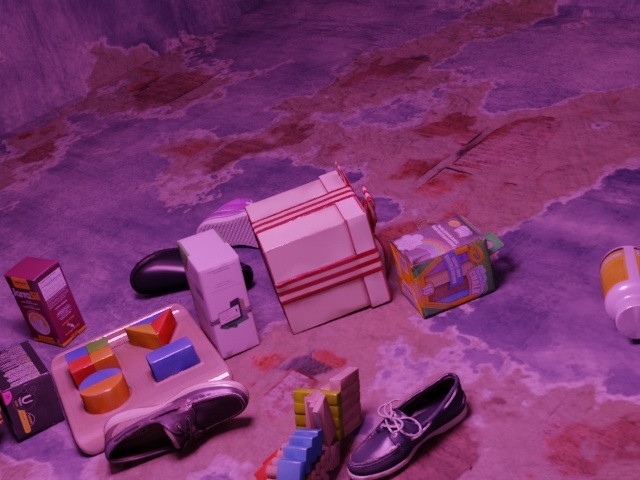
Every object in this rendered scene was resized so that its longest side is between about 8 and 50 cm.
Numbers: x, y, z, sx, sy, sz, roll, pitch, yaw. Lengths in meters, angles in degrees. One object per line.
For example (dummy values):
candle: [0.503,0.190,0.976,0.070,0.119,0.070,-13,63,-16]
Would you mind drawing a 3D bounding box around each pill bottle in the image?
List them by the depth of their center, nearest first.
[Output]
pill bottle: [0.572,0.096,1.816,0.103,0.103,0.184,-7,30,15]

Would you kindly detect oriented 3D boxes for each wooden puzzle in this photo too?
wooden puzzle: [-0.380,0.254,2.018,0.322,0.081,0.348,-24,30,-15]

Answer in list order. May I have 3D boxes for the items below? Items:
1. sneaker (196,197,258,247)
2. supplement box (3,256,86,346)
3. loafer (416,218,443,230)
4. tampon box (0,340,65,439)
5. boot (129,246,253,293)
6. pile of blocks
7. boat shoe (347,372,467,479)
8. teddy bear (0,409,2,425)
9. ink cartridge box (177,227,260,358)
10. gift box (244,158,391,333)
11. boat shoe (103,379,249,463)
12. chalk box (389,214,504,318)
sneaker: [-0.155,-0.059,2.436,0.282,0.102,0.161,1,30,27]
supplement box: [-0.617,0.137,2.221,0.104,0.188,0.081,6,36,33]
loafer: [0.269,-0.022,2.219,0.056,0.050,0.148,-29,32,-24]
tampon box: [-0.601,0.300,1.996,0.101,0.121,0.161,-23,29,-23]
boot: [-0.296,0.083,2.257,0.246,0.094,0.207,-19,25,-19]
pile of blocks: [-0.042,0.341,1.637,0.112,0.149,0.362,0,33,25]
boat shoe: [0.145,0.313,1.668,0.254,0.079,0.095,-27,32,-21]
teddy bear: [-0.771,0.409,1.934,0.338,0.113,0.245,-31,25,-13]
ink cartridge box: [-0.211,0.110,2.048,0.092,0.220,0.160,-21,30,-16]
gift box: [0.000,0.000,2.103,0.258,0.255,0.276,-20,36,-4]
boat shoe: [-0.263,0.339,1.803,0.285,0.103,0.092,-17,34,5]
chalk box: [0.271,0.043,2.025,0.213,0.132,0.132,-19,28,-9]
